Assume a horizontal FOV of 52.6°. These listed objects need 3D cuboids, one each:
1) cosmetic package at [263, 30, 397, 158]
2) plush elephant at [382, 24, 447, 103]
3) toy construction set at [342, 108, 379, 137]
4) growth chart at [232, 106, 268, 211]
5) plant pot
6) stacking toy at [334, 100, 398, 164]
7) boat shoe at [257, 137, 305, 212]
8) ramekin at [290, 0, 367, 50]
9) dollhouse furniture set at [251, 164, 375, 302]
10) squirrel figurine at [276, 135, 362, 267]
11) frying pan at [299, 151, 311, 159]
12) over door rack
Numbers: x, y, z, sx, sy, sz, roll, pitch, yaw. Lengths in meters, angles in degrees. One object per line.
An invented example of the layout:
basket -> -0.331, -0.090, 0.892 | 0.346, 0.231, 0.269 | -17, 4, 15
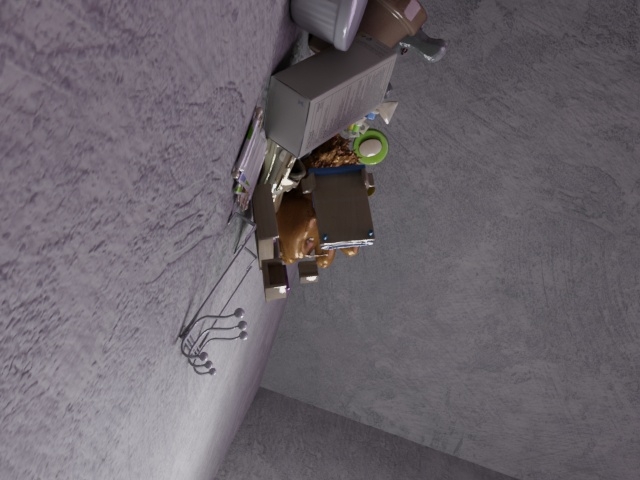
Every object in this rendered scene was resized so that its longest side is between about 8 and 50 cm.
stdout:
cosmetic package -> 0.024, -0.326, 1.426 | 0.309, 0.113, 0.160 | -36, 155, -38
plush elephant -> 0.173, -0.621, 1.946 | 0.272, 0.330, 0.255 | -42, -159, 28
toy construction set -> 0.073, -0.405, 1.944 | 0.327, 0.214, 0.151 | -40, 149, -85
growth chart -> -0.146, -0.157, 1.359 | 0.237, 0.021, 0.172 | 96, 14, -78
plant pot -> 0.095, -0.529, 1.594 | 0.229, 0.263, 0.263 | -55, 179, 8
stacking toy -> 0.116, -0.397, 2.270 | 0.130, 0.279, 0.309 | -67, 171, -72
boat shoe -> -0.090, -0.163, 1.580 | 0.302, 0.098, 0.109 | 106, 4, -49
ramekin -> 0.033, -0.528, 1.289 | 0.273, 0.127, 0.273 | 19, 90, -88
dollhouse furniture set -> 0.000, 0.000, 1.542 | 0.198, 0.303, 0.287 | 98, -16, -66
squirrel figurine -> -0.034, -0.116, 1.868 | 0.370, 0.280, 0.397 | -12, 115, -74
frying pan -> -0.043, -0.287, 1.798 | 0.326, 0.053, 0.197 | 93, 0, -68
over door rack -> -0.196, 0.131, 1.425 | 0.239, 0.108, 0.324 | 104, 6, -69
